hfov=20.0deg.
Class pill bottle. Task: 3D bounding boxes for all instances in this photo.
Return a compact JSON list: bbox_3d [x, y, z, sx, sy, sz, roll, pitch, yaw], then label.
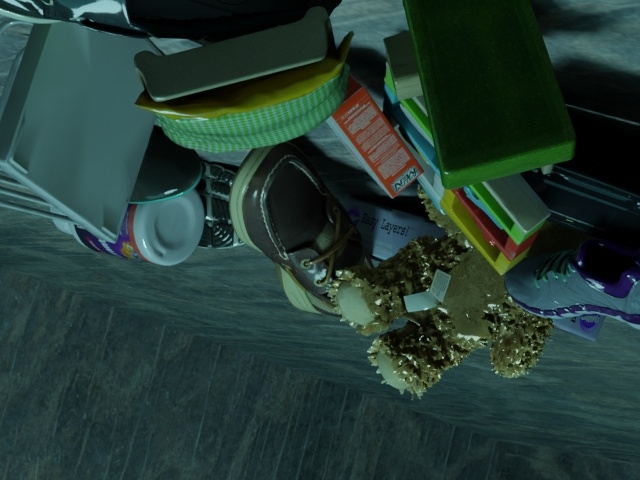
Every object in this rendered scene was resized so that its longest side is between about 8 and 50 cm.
[{"bbox_3d":[-0.244,-0.034,2.243,0.193,0.108,0.108,11,169,43],"label":"pill bottle"}]

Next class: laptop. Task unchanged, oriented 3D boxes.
[{"bbox_3d":[0.265,-0.024,1.631,0.234,0.136,0.264,20,149,-1],"label":"laptop"}]

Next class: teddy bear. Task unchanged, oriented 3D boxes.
[{"bbox_3d":[0.171,0.042,1.973,0.245,0.338,0.113,45,-155,4],"label":"teddy bear"}]

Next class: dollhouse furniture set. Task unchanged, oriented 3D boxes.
[{"bbox_3d":[0.024,-0.081,1.372,0.301,0.151,0.197,-14,167,2],"label":"dollhouse furniture set"}]

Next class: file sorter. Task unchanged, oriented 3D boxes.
[{"bbox_3d":[-0.286,-0.140,1.717,0.173,0.193,0.278,14,169,18],"label":"file sorter"}]

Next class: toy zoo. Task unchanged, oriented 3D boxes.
[{"bbox_3d":[0.126,-0.064,1.669,0.192,0.030,0.293,51,175,9],"label":"toy zoo"}]

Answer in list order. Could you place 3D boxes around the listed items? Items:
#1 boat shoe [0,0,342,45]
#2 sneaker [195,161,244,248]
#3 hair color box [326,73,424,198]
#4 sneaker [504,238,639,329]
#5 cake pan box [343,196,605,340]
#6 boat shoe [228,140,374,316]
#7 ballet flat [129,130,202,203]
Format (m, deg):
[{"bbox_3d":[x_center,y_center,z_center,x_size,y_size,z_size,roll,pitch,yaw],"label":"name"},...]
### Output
[{"bbox_3d":[-0.137,-0.210,1.328,0.340,0.127,0.113,18,168,-24],"label":"boat shoe"},{"bbox_3d":[-0.153,-0.051,2.314,0.279,0.107,0.118,9,-173,42],"label":"sneaker"},{"bbox_3d":[0.036,-0.107,1.681,0.072,0.043,0.141,49,179,41],"label":"hair color box"},{"bbox_3d":[0.258,0.025,1.783,0.223,0.083,0.098,5,146,48],"label":"sneaker"},{"bbox_3d":[0.178,0.032,2.195,0.246,0.070,0.267,25,176,-39],"label":"cake pan box"},{"bbox_3d":[0.000,0.000,2.069,0.123,0.123,0.342,25,159,28],"label":"boat shoe"},{"bbox_3d":[-0.268,-0.101,2.162,0.280,0.095,0.096,6,153,40],"label":"ballet flat"}]
